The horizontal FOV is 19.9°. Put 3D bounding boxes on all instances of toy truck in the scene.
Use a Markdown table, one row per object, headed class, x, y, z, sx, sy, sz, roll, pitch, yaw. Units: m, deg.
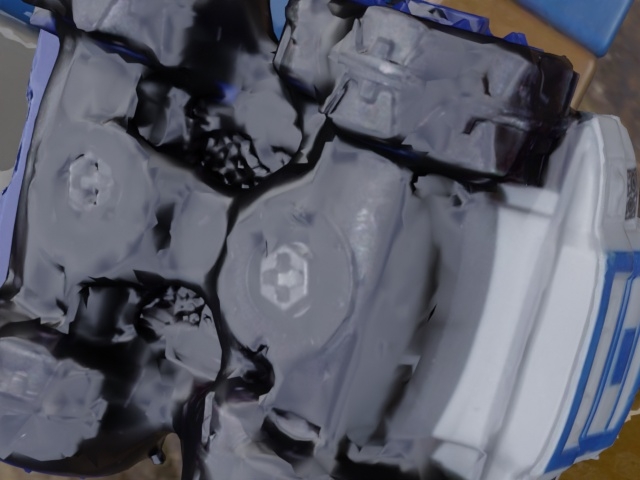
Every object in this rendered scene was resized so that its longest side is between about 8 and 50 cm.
| class | x | y | z | sx | sy | sz | roll | pitch | yaw |
| --- | --- | --- | --- | --- | --- | --- | --- | --- | --- |
| toy truck | 0.000 | 0.000 | 0.540 | 0.213 | 0.177 | 0.161 | 21 | 101 | 30 |

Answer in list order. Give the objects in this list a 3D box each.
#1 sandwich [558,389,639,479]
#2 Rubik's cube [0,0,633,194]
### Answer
| class | x | y | z | sx | sy | sz | roll | pitch | yaw |
| --- | --- | --- | --- | --- | --- | --- | --- | --- | --- |
| sandwich | 0.195 | 0.153 | 0.978 | 0.227 | 0.155 | 0.198 | 24 | 49 | 19 |
| Rubik's cube | -0.103 | -0.132 | 0.846 | 0.347 | 0.344 | 0.346 | 28 | 91 | 54 |
